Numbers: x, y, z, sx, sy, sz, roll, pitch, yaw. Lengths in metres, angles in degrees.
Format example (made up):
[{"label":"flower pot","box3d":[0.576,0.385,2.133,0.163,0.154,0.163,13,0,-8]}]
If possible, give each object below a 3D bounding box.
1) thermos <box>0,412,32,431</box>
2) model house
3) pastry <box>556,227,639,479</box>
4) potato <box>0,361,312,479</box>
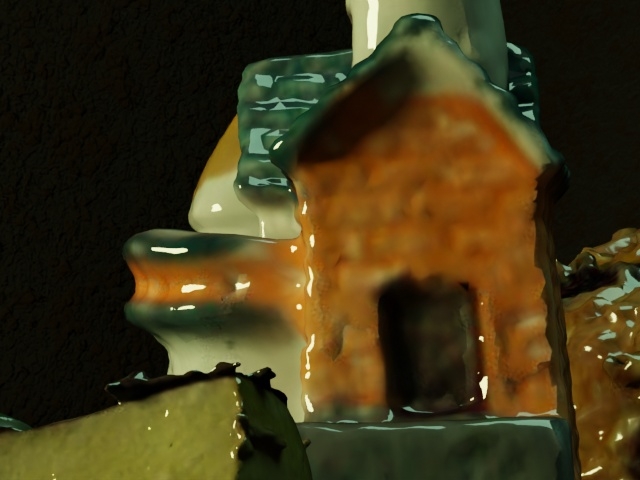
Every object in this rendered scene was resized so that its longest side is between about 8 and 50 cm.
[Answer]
[{"label":"thermos","box3d":[-0.210,0.135,1.137,0.073,0.083,0.187,-7,6,-28]},{"label":"model house","box3d":[0.000,0.000,0.717,0.190,0.301,0.271,-2,-4,8]},{"label":"pastry","box3d":[0.250,0.134,1.065,0.405,0.292,0.337,22,10,35]},{"label":"potato","box3d":[-0.080,0.104,0.524,0.172,0.089,0.100,-14,-28,8]}]
